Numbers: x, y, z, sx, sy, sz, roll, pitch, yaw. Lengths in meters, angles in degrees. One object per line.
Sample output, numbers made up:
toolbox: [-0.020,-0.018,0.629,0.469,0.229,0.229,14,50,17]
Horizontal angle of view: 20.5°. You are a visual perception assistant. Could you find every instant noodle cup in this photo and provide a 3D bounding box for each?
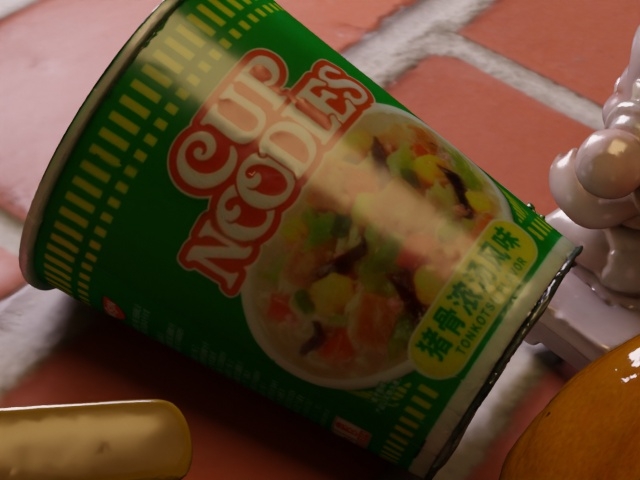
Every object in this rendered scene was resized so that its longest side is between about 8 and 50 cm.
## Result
instant noodle cup: [0.000,0.000,0.907,0.233,0.207,0.207,32,37,8]

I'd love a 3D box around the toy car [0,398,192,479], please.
toy car: [-0.082,0.174,0.639,0.200,0.142,0.248,-3,52,-28]

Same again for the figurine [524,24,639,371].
figurine: [0.202,-0.046,0.987,0.182,0.256,0.144,-3,42,-30]

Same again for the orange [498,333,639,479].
orange: [0.164,0.137,0.758,0.183,0.249,0.249,14,32,23]
